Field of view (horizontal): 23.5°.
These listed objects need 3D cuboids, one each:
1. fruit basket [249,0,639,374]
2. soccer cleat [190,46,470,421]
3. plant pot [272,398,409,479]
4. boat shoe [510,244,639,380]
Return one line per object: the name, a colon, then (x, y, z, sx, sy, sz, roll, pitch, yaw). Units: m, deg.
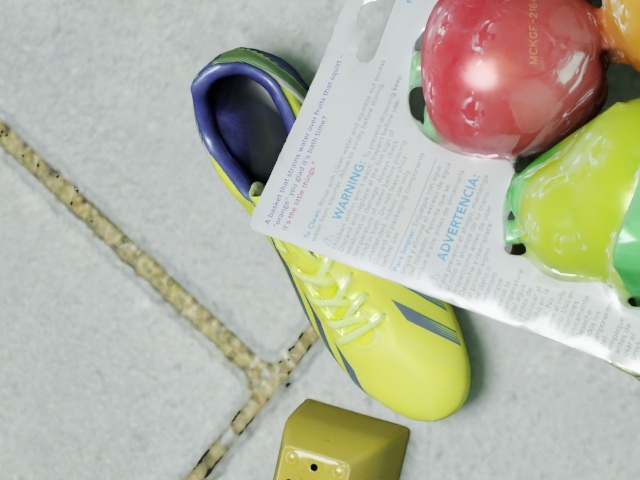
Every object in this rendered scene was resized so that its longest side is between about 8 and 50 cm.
fruit basket: (0.170, -0.096, 0.921, 0.353, 0.165, 0.327, 19, 82, 30)
soccer cleat: (-0.001, 0.000, 1.028, 0.093, 0.121, 0.289, -33, 82, 17)
plant pot: (0.005, 0.162, 1.053, 0.081, 0.083, 0.081, 14, 96, 17)
boat shoe: (0.256, 0.061, 0.978, 0.285, 0.089, 0.105, 28, 75, 12)
